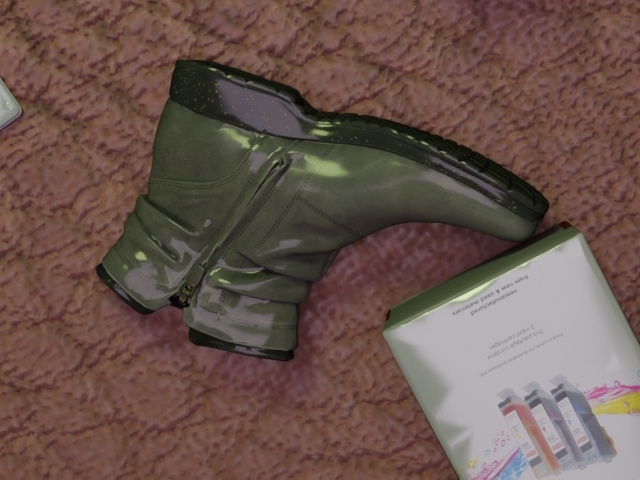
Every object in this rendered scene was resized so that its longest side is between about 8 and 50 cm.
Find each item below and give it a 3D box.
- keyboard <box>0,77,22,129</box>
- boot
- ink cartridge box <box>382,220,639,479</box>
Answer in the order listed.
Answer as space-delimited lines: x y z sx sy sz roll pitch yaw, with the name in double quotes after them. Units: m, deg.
-0.283 -0.162 1.216 0.072 0.014 0.256 -35 91 -1 "keyboard"
0.000 0.000 1.183 0.246 0.083 0.161 19 98 9 "boot"
0.131 0.096 1.150 0.127 0.128 0.176 -27 92 3 "ink cartridge box"
